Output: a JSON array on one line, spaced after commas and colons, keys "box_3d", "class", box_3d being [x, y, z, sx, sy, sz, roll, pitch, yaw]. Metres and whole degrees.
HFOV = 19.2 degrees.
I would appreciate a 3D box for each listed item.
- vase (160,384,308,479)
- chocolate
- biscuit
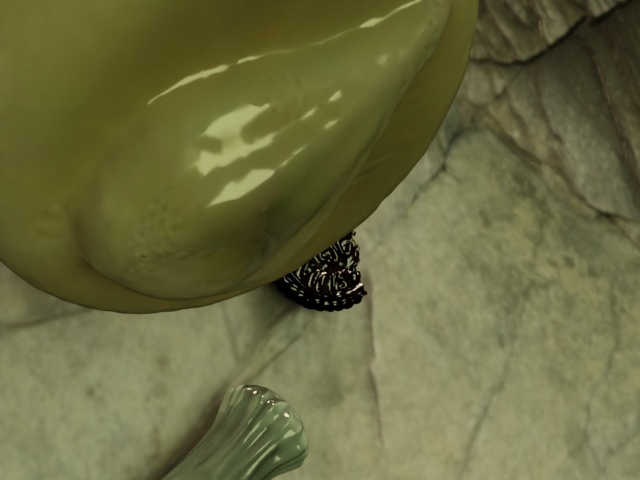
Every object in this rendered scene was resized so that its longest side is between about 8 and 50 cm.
[{"box_3d": [-0.071, 0.150, 1.096, 0.149, 0.081, 0.081, -47, 109, -29], "class": "vase"}, {"box_3d": [-0.067, -0.130, 0.931, 0.314, 0.297, 0.326, 5, 116, -47], "class": "chocolate"}, {"box_3d": [0.000, 0.000, 1.174, 0.089, 0.027, 0.087, 35, 71, -23], "class": "biscuit"}]
